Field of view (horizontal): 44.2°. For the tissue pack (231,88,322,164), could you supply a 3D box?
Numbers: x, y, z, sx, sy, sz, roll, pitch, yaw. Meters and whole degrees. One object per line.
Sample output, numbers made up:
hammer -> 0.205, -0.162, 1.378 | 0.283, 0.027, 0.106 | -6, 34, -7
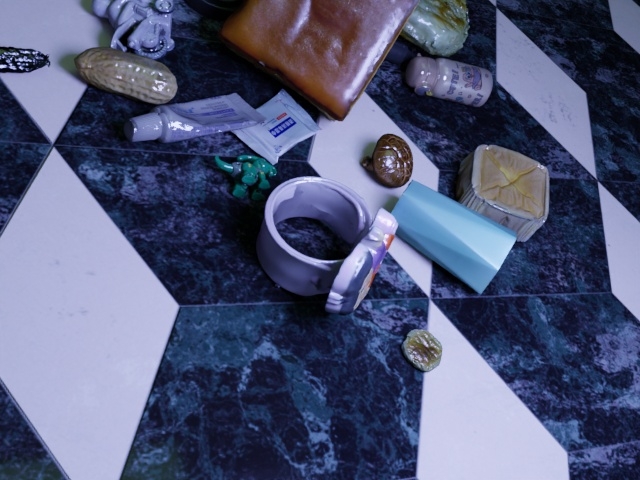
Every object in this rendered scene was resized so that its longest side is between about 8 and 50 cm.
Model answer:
tissue pack -> -0.089, -0.232, 1.613 | 0.122, 0.026, 0.193 | 41, 46, 6

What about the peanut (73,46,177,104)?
peanut -> -0.365, -0.316, 1.489 | 0.194, 0.083, 0.093 | 17, 47, -15

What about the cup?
cup -> 0.253, -0.017, 1.554 | 0.236, 0.148, 0.134 | 32, 42, 4

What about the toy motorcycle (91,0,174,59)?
toy motorcycle -> -0.378, -0.465, 1.602 | 0.171, 0.110, 0.260 | 5, 58, -6

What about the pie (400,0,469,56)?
pie -> 0.205, -0.635, 1.982 | 0.395, 0.180, 0.418 | 24, 38, -7

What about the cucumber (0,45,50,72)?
cucumber -> -0.575, -0.323, 1.405 | 0.181, 0.053, 0.053 | -3, 56, -33

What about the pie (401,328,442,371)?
pie -> 0.185, 0.197, 1.420 | 0.084, 0.020, 0.084 | 15, 49, -18

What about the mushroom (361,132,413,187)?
mushroom -> 0.150, -0.169, 1.653 | 0.109, 0.085, 0.126 | 23, 52, -12

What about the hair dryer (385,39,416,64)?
hair dryer -> 0.102, -0.468, 1.872 | 0.352, 0.107, 0.189 | 13, 51, -27

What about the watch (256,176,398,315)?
watch -> 0.000, 0.000, 1.370 | 0.231, 0.196, 0.244 | 30, 48, 5

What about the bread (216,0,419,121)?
bread -> -0.002, -0.465, 1.659 | 0.324, 0.333, 0.143 | 31, 3, 0

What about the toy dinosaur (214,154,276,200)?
toy dinosaur -> -0.140, -0.130, 1.489 | 0.132, 0.059, 0.096 | 18, 39, -27

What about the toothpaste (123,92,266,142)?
toothpaste -> -0.241, -0.231, 1.499 | 0.282, 0.068, 0.099 | -20, 80, -38

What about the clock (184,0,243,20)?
clock -> -0.238, -0.573, 1.800 | 0.185, 0.040, 0.184 | 16, 48, -18

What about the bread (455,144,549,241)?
bread -> 0.392, -0.101, 1.718 | 0.192, 0.109, 0.209 | 18, 47, -7

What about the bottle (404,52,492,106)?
bottle -> 0.306, -0.383, 1.910 | 0.209, 0.097, 0.110 | 7, 68, -23
